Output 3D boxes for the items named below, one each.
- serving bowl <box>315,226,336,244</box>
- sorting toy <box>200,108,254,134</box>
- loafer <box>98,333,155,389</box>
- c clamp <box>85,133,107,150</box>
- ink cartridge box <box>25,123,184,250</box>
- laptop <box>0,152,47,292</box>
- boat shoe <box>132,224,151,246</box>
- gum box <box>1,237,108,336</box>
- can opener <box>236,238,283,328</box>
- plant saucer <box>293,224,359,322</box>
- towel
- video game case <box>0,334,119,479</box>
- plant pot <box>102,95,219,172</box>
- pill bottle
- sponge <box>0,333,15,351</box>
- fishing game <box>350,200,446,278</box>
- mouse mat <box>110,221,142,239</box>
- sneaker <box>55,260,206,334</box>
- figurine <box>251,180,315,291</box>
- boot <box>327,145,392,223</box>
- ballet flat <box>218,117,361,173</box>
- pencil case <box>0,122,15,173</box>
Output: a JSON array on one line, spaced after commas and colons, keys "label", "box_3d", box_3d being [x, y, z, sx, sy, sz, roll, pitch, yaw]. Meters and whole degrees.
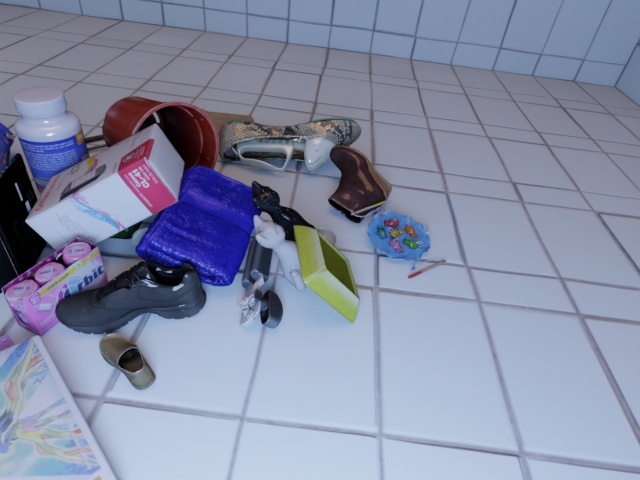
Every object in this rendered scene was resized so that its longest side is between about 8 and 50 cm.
[{"label": "serving bowl", "box_3d": [0.000, 0.000, 1.154, 0.083, 0.027, 0.083, 5, 39, -4]}, {"label": "sorting toy", "box_3d": [-0.363, -0.427, 1.618, 0.208, 0.038, 0.193, 9, 39, -6]}, {"label": "loafer", "box_3d": [-0.362, 0.216, 0.809, 0.148, 0.050, 0.056, 29, 43, 24]}, {"label": "c clamp", "box_3d": [-0.735, -0.315, 1.429, 0.160, 0.022, 0.137, -29, 47, -35]}, {"label": "ink cartridge box", "box_3d": [-0.492, -0.123, 1.023, 0.306, 0.131, 0.226, -25, 37, 3]}, {"label": "laptop", "box_3d": [-0.703, -0.017, 0.893, 0.136, 0.234, 0.264, 1, 40, -10]}, {"label": "boat shoe", "box_3d": [-0.353, -0.022, 1.089, 0.227, 0.079, 0.081, -6, 40, -26]}, {"label": "gum box", "box_3d": [-0.538, 0.094, 0.885, 0.062, 0.107, 0.188, 20, 41, 14]}, {"label": "can opener", "box_3d": [-0.138, 0.091, 1.002, 0.093, 0.074, 0.280, 31, 32, -27]}, {"label": "plant saucer", "box_3d": [0.022, 0.064, 0.966, 0.045, 0.188, 0.188, -33, 38, 17]}, {"label": "towel", "box_3d": [-0.270, -0.049, 1.034, 0.227, 0.076, 0.308, 20, 45, -8]}, {"label": "video game case", "box_3d": [-0.508, 0.330, 0.628, 0.300, 0.036, 0.329, -27, 57, -36]}, {"label": "plant pot", "box_3d": [-0.489, -0.295, 1.274, 0.272, 0.272, 0.265, -28, 43, -36]}, {"label": "pill bottle", "box_3d": [-0.713, -0.259, 1.159, 0.152, 0.272, 0.152, 5, 39, -4]}, {"label": "sponge", "box_3d": [-0.621, 0.254, 0.735, 0.117, 0.031, 0.210, 35, 46, 29]}, {"label": "fishing game", "box_3d": [0.220, -0.019, 1.181, 0.189, 0.041, 0.264, -17, 55, -29]}, {"label": "mouse mat", "box_3d": [-0.551, -0.068, 1.163, 0.152, 0.007, 0.190, 5, 40, -4]}, {"label": "sneaker", "box_3d": [-0.384, 0.102, 0.884, 0.286, 0.130, 0.109, -10, 44, -19]}, {"label": "figurine", "box_3d": [-0.091, -0.016, 1.013, 0.092, 0.209, 0.215, -30, 39, 14]}, {"label": "boot", "box_3d": [0.084, -0.178, 1.313, 0.248, 0.090, 0.207, 40, 50, 12]}, {"label": "ballet flat", "box_3d": [-0.103, -0.303, 1.438, 0.482, 0.164, 0.182, 0, 61, -1]}, {"label": "pencil case", "box_3d": [-0.933, -0.232, 1.209, 0.133, 0.119, 0.306, -17, 45, -19]}]
